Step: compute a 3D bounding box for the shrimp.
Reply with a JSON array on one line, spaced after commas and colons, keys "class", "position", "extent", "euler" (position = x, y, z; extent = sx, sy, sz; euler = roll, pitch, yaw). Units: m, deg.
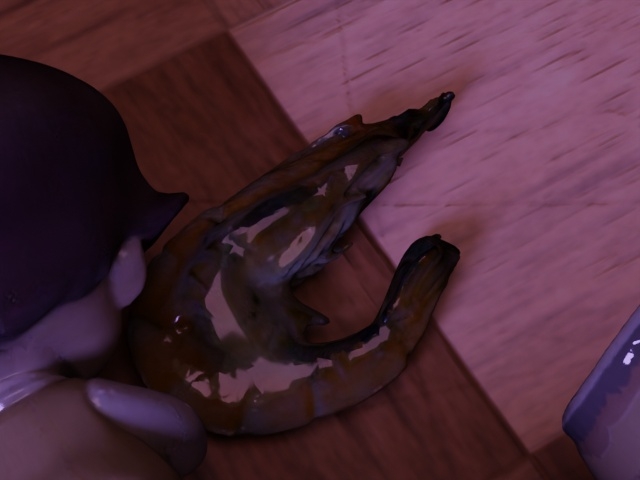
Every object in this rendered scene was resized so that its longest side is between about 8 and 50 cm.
[{"class": "shrimp", "position": [0.009, 0.013, 1.091], "extent": [0.254, 0.059, 0.145], "euler": [-33, 68, -17]}]

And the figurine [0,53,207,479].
[{"class": "figurine", "position": [-0.153, 0.066, 1.012], "extent": [0.218, 0.206, 0.365], "euler": [-31, 85, 15]}]

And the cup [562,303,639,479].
[{"class": "cup", "position": [0.275, 0.092, 0.954], "extent": [0.257, 0.227, 0.301], "euler": [39, 32, 10]}]
